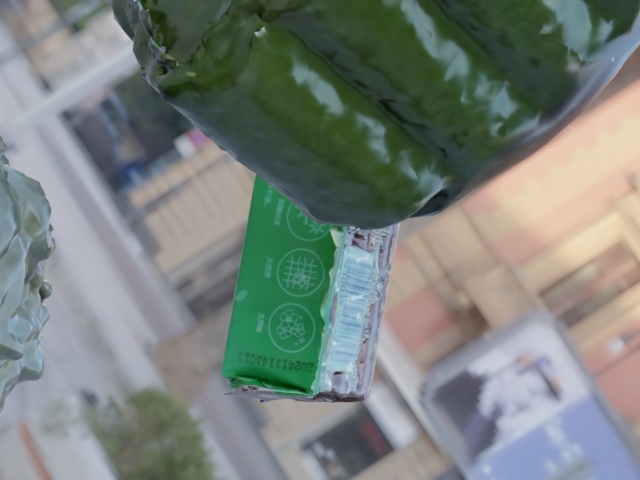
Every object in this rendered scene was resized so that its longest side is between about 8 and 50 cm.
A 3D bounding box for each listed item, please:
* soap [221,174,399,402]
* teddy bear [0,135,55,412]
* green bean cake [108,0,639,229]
[{"bbox_3d":[0.002,0.000,1.601,0.218,0.098,0.273,23,76,-75],"label":"soap"},{"bbox_3d":[-0.299,0.020,0.798,0.368,0.224,0.357,22,-7,-3],"label":"teddy bear"},{"bbox_3d":[0.046,-0.196,1.026,0.218,0.319,0.335,39,20,-37],"label":"green bean cake"}]
